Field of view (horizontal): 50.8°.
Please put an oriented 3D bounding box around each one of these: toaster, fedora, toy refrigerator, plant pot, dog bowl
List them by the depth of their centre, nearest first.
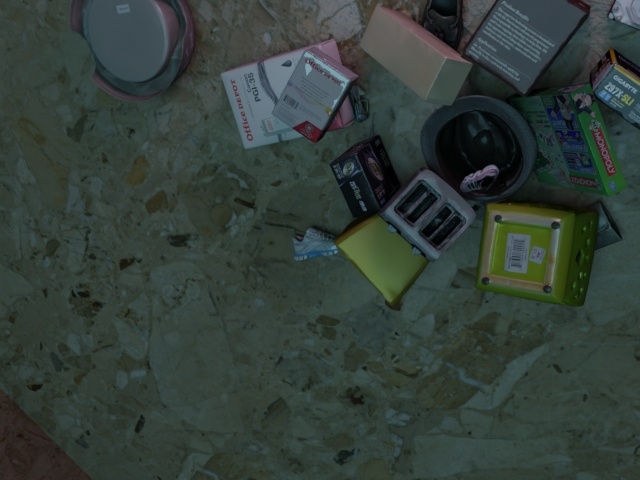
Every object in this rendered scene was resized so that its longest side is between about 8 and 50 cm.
[{"bbox_3d":[0.206,-0.408,1.480,0.269,0.094,0.102,52,129,39],"label":"toy refrigerator"},{"bbox_3d":[0.474,0.026,1.509,0.227,0.207,0.228,10,95,32],"label":"plant pot"},{"bbox_3d":[0.247,-0.063,1.526,0.168,0.110,0.186,43,98,-2],"label":"toaster"},{"bbox_3d":[0.367,-0.226,1.547,0.243,0.124,0.275,-31,109,33],"label":"fedora"},{"bbox_3d":[0.188,0.001,1.685,0.187,0.212,0.212,-42,92,18],"label":"plant pot"},{"bbox_3d":[-0.488,-0.549,1.775,0.348,0.102,0.349,8,114,18],"label":"dog bowl"}]

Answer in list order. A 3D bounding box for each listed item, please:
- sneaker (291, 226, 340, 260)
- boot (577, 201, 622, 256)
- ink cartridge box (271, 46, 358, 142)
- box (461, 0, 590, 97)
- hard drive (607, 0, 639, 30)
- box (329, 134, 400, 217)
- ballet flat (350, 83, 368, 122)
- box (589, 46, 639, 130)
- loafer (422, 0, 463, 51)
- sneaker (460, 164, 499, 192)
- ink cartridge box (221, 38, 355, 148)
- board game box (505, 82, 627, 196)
[{"bbox_3d":[0.000,0.000,1.833,0.190,0.071,0.083,-12,101,26],"label":"sneaker"},{"bbox_3d":[0.610,0.030,1.598,0.208,0.076,0.190,-26,100,23],"label":"boot"},{"bbox_3d":[-0.012,-0.335,1.552,0.127,0.072,0.175,35,119,4],"label":"ink cartridge box"},{"bbox_3d":[0.429,-0.439,1.407,0.168,0.167,0.203,37,120,4],"label":"box"},{"bbox_3d":[0.773,-0.490,1.306,0.338,0.064,0.237,26,119,11],"label":"hard drive"},{"bbox_3d":[0.114,-0.159,1.650,0.077,0.180,0.147,-18,103,29],"label":"box"},{"bbox_3d":[0.095,-0.350,1.663,0.041,0.041,0.114,-8,109,25],"label":"ballet flat"},{"bbox_3d":[0.684,-0.247,1.334,0.322,0.257,0.079,38,118,4],"label":"box"},{"bbox_3d":[0.271,-0.519,1.485,0.096,0.084,0.268,14,116,16],"label":"loafer"},{"bbox_3d":[0.350,-0.126,1.499,0.038,0.069,0.098,45,126,-13],"label":"sneaker"},{"bbox_3d":[-0.079,-0.358,1.679,0.282,0.117,0.207,-9,109,25],"label":"ink cartridge box"},{"bbox_3d":[0.500,-0.212,1.402,0.046,0.317,0.214,-27,102,-1],"label":"board game box"}]
